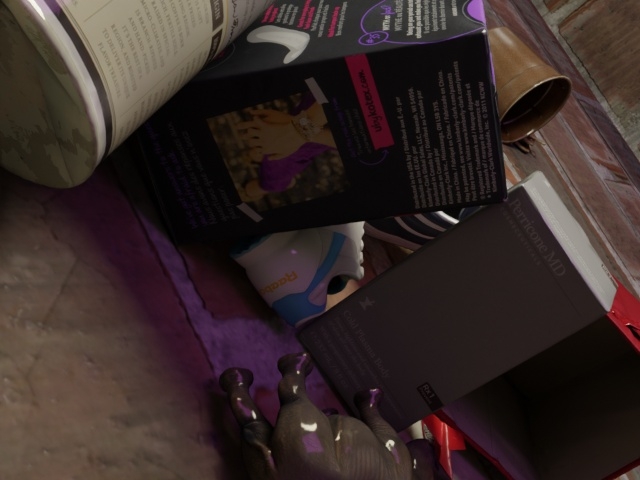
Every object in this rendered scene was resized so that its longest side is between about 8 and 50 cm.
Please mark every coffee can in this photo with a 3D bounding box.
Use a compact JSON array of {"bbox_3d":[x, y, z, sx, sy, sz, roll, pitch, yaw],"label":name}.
[{"bbox_3d":[-0.133,-0.197,0.585,0.201,0.201,0.275,47,58,-12],"label":"coffee can"}]

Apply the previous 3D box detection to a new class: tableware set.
[{"bbox_3d":[0.375,-0.261,1.768,0.128,0.039,0.194,11,48,-53],"label":"tableware set"}]

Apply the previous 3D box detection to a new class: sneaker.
[{"bbox_3d":[0.000,0.000,0.828,0.092,0.087,0.228,57,33,-7],"label":"sneaker"},{"bbox_3d":[0.172,-0.030,0.976,0.282,0.153,0.099,13,75,-29],"label":"sneaker"}]

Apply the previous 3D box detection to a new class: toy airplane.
[{"bbox_3d":[0.111,0.215,0.797,0.151,0.028,0.151,40,30,-28],"label":"toy airplane"}]

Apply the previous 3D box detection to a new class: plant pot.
[{"bbox_3d":[0.348,-0.297,1.649,0.167,0.167,0.165,8,44,-55],"label":"plant pot"}]

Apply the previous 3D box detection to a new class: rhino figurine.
[{"bbox_3d":[0.030,0.168,0.678,0.243,0.073,0.106,30,31,-40],"label":"rhino figurine"}]

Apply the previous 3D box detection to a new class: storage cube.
[{"bbox_3d":[0.243,0.122,0.921,0.183,0.215,0.193,44,22,-16],"label":"storage cube"}]

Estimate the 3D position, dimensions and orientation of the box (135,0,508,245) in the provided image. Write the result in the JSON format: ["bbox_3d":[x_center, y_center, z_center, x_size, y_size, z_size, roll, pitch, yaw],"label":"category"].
[{"bbox_3d":[0.005,-0.110,0.720,0.165,0.270,0.143,-79,160,-55],"label":"box"}]

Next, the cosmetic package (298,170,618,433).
[{"bbox_3d":[0.118,0.058,0.762,0.127,0.238,0.107,55,27,5],"label":"cosmetic package"}]

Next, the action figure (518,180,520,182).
[{"bbox_3d":[0.226,-0.070,1.208,0.091,0.139,0.280,32,36,-35],"label":"action figure"}]
